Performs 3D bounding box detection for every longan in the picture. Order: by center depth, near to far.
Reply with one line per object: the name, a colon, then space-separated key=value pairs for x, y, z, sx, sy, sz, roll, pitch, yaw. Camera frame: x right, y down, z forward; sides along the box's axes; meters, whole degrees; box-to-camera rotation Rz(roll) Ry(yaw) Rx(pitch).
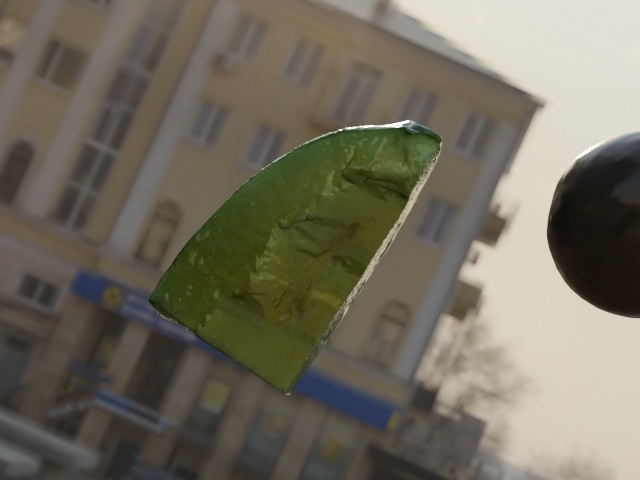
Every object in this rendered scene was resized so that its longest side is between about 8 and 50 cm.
longan: x=0.420 y=-0.019 z=2.370 sx=0.258 sy=0.258 sz=0.258 roll=24 pitch=-4 yaw=2

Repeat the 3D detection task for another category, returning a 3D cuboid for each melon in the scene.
melon: x=0.000 y=0.000 z=1.808 sx=0.196 sy=0.323 sz=0.124 roll=33 pitch=15 yaw=-29
